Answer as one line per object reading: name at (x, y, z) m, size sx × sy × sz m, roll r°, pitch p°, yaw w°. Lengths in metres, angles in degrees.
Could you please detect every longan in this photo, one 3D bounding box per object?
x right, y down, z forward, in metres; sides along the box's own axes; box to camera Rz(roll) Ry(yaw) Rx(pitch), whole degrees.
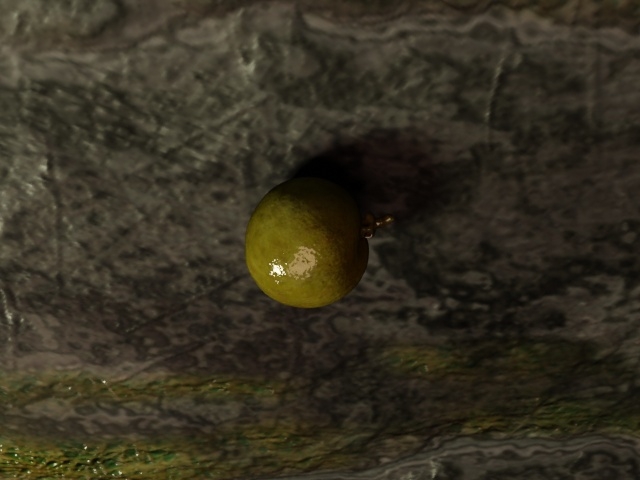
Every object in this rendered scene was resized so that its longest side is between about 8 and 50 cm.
longan at (0.000, 0.000, 0.610) m, size 0.083 × 0.075 × 0.075 m, roll -12°, pitch 137°, yaw 7°
